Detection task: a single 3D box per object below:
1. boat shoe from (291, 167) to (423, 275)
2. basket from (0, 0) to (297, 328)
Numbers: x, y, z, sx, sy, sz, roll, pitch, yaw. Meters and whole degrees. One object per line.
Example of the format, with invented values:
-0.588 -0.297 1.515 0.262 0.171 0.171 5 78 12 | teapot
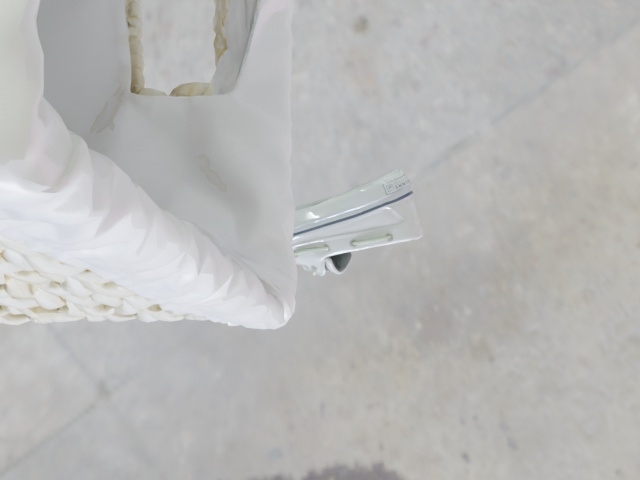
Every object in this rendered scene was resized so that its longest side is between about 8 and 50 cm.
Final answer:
0.000 0.000 1.665 0.226 0.083 0.076 -20 94 41 | boat shoe
-0.173 -0.134 0.690 0.266 0.331 0.328 -5 78 11 | basket
